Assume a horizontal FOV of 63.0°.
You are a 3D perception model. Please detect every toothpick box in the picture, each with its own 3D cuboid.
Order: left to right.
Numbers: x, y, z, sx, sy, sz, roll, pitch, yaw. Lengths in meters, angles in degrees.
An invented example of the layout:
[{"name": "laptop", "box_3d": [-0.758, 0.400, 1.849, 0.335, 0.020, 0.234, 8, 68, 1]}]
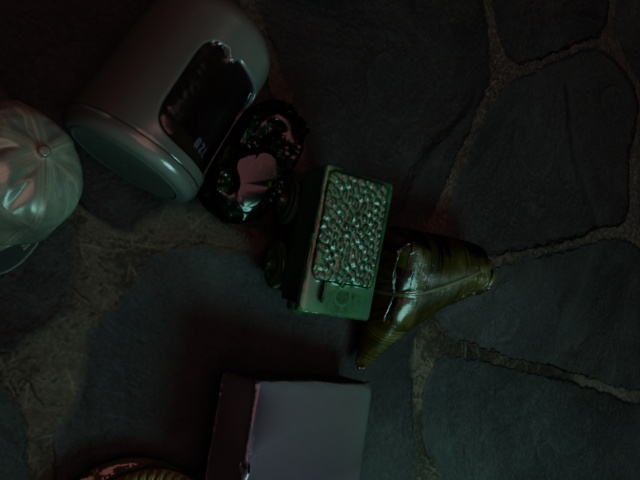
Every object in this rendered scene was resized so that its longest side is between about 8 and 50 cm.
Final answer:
[{"name": "toothpick box", "box_3d": [-0.216, -0.241, 0.790, 0.229, 0.229, 0.316, 35, 72, -23]}]

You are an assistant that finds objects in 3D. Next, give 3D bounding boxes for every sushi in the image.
[{"name": "sushi", "box_3d": [-0.109, -0.132, 0.879, 0.124, 0.127, 0.225, 35, 72, -23]}]

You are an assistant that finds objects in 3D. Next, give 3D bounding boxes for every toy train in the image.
[{"name": "toy train", "box_3d": [0.000, 0.000, 0.891, 0.145, 0.202, 0.266, 13, 86, -29]}]

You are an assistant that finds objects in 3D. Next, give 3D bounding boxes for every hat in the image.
[{"name": "hat", "box_3d": [-0.456, -0.072, 0.684, 0.275, 0.161, 0.232, -31, 99, -21]}]

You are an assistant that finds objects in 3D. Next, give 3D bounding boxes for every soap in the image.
[{"name": "soap", "box_3d": [-0.047, 0.374, 0.875, 0.285, 0.107, 0.296, 18, 79, -42]}]

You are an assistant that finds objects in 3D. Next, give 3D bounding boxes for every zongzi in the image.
[{"name": "zongzi", "box_3d": [0.204, 0.127, 1.049, 0.286, 0.134, 0.288, 10, 98, -31]}]

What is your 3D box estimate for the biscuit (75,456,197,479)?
[{"name": "biscuit", "box_3d": [-0.291, 0.459, 0.801, 0.259, 0.079, 0.259, 0, 91, -28]}]
